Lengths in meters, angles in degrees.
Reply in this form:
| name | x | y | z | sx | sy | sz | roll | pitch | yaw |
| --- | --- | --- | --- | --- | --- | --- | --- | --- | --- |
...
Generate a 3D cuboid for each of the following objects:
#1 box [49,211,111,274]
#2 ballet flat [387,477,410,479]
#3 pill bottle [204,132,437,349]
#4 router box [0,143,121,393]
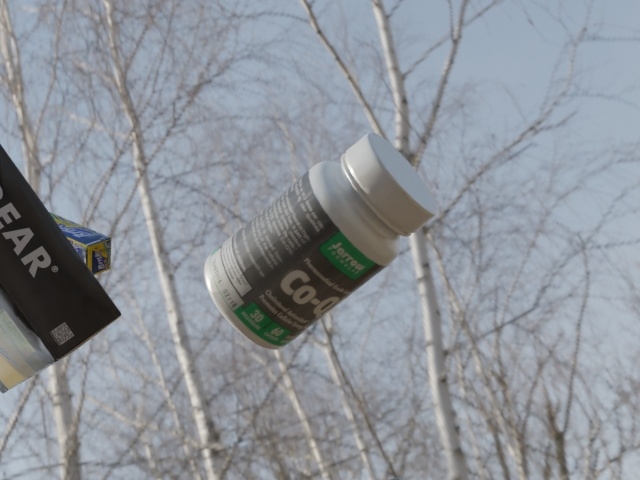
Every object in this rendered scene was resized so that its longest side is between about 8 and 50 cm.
| name | x | y | z | sx | sy | sz | roll | pitch | yaw |
| --- | --- | --- | --- | --- | --- | --- | --- | --- | --- |
| box | -0.416 | 0.003 | 1.651 | 0.054 | 0.169 | 0.059 | -25 | -52 | -51 |
| ballet flat | 0.061 | 0.305 | 0.836 | 0.068 | 0.072 | 0.213 | 17 | -99 | -28 |
| pill bottle | 0.000 | 0.000 | 1.672 | 0.361 | 0.204 | 0.204 | -40 | -46 | 18 |
| router box | -0.350 | -0.005 | 1.018 | 0.081 | 0.309 | 0.243 | -37 | 4 | -32 |
